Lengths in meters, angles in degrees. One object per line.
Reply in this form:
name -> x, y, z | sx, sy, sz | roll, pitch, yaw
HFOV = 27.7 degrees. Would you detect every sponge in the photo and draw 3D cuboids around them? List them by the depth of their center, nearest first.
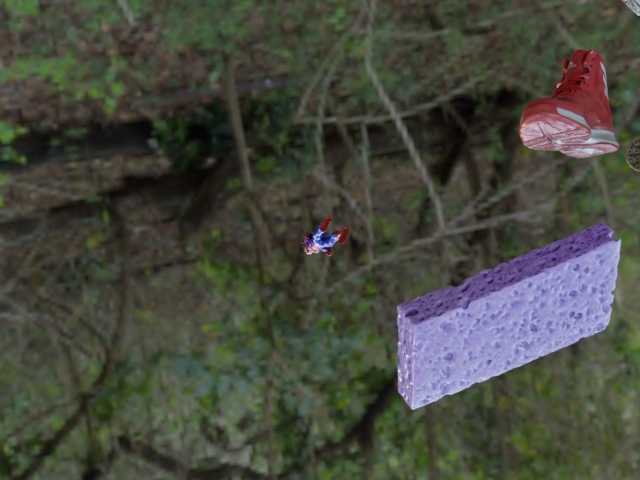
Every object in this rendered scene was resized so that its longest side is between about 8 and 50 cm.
sponge -> 0.166, 0.068, 1.149 | 0.210, 0.031, 0.117 | -21, 136, -16

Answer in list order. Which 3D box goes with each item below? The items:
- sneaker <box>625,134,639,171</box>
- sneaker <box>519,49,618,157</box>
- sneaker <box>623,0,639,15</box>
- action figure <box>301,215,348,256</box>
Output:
sneaker -> 0.473, -0.114, 1.584 | 0.192, 0.064, 0.086 | -2, -175, 17
sneaker -> 0.300, -0.180, 1.613 | 0.087, 0.128, 0.221 | -11, 168, 27
sneaker -> 0.261, -0.237, 1.053 | 0.088, 0.225, 0.093 | -24, 167, -21
action figure -> 0.000, 0.000, 1.426 | 0.038, 0.030, 0.115 | 28, 166, -7
